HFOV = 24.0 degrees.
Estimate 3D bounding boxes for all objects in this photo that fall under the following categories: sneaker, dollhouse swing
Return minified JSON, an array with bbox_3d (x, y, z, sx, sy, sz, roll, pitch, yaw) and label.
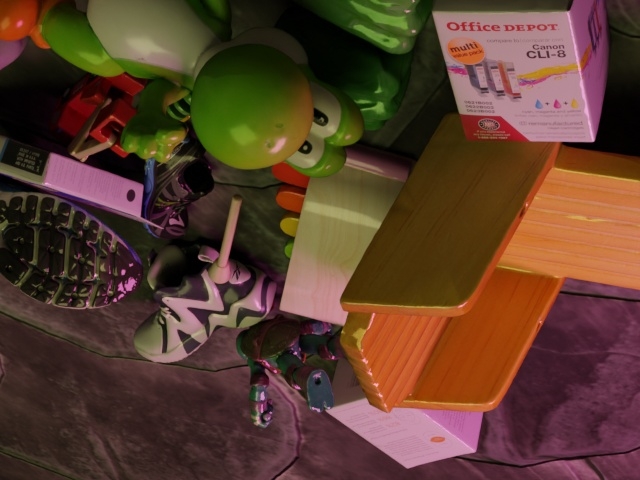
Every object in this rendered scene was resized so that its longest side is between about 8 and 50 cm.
[{"bbox_3d":[-0.189,0.068,1.933,0.235,0.094,0.153,-19,132,40],"label":"sneaker"},{"bbox_3d":[-0.165,-0.058,1.764,0.078,0.067,0.188,19,144,6],"label":"sneaker"},{"bbox_3d":[-0.354,-0.015,1.844,0.330,0.129,0.147,22,-168,18],"label":"sneaker"},{"bbox_3d":[0.240,0.067,1.543,0.305,0.315,0.347,25,163,18],"label":"dollhouse swing"}]

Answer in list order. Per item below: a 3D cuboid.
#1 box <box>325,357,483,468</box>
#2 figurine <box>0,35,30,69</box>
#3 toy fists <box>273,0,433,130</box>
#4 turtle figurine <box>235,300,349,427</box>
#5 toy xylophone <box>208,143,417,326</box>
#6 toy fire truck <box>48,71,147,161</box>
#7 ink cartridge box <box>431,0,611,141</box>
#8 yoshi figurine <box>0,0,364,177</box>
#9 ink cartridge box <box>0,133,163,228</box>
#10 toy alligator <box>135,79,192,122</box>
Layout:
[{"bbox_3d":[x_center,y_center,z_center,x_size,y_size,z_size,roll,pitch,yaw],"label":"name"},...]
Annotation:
[{"bbox_3d":[0.116,0.220,2.031,0.130,0.091,0.170,-22,131,41],"label":"box"},{"bbox_3d":[-0.354,-0.220,1.477,0.092,0.209,0.215,6,145,15],"label":"figurine"},{"bbox_3d":[0.033,-0.209,1.445,0.142,0.096,0.279,29,147,8],"label":"toy fists"},{"bbox_3d":[-0.043,0.152,1.915,0.118,0.175,0.234,47,158,-28],"label":"turtle figurine"},{"bbox_3d":[0.000,0.000,1.768,0.236,0.081,0.322,19,146,-6],"label":"toy xylophone"},{"bbox_3d":[-0.240,-0.132,1.625,0.047,0.135,0.192,34,142,-25],"label":"toy fire truck"},{"bbox_3d":[0.187,-0.193,1.375,0.128,0.127,0.176,3,143,21],"label":"ink cartridge box"},{"bbox_3d":[-0.130,-0.177,1.377,0.362,0.203,0.203,31,141,9],"label":"yoshi figurine"},{"bbox_3d":[-0.309,-0.077,1.731,0.206,0.045,0.208,17,176,36],"label":"ink cartridge box"},{"bbox_3d":[-0.173,-0.146,1.654,0.190,0.051,0.056,-21,131,42],"label":"toy alligator"}]
